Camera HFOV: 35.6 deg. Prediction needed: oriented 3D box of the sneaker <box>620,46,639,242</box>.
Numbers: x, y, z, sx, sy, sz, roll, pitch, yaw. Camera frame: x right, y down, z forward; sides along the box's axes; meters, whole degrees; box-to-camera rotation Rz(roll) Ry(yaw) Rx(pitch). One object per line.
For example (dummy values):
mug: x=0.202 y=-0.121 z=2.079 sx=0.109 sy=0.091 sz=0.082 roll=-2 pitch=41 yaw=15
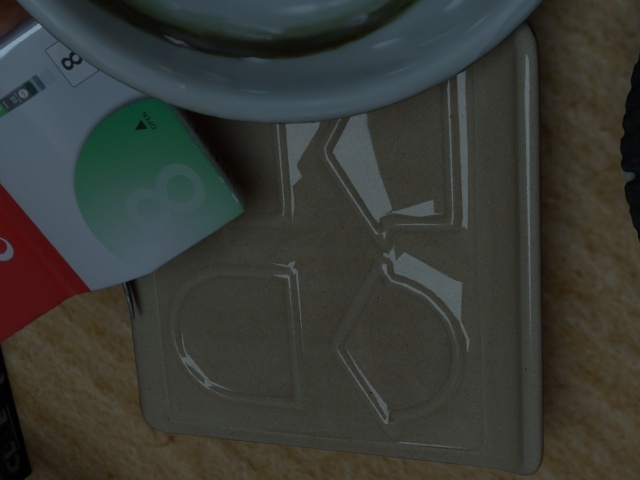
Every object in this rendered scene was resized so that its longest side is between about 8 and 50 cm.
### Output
sneaker: x=0.277 y=-0.157 z=0.543 sx=0.182 sy=0.158 sz=0.411 roll=11 pitch=82 yaw=-22

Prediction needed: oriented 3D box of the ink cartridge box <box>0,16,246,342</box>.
ink cartridge box: x=-0.192 y=-0.038 z=0.674 sx=0.224 sy=0.056 sz=0.181 roll=-34 pitch=114 yaw=4

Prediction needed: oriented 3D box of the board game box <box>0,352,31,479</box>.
board game box: x=-0.379 y=0.119 z=0.943 sx=0.165 sy=0.042 sz=0.243 roll=-5 pitch=103 yaw=22

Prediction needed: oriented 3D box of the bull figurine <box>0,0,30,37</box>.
bull figurine: x=-0.164 y=-0.227 z=0.704 sx=0.188 sy=0.101 sz=0.310 roll=41 pitch=95 yaw=28

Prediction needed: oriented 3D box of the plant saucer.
plant saucer: x=-0.022 y=-0.273 z=0.575 sx=0.400 sy=0.100 sz=0.401 roll=-3 pitch=111 yaw=-8

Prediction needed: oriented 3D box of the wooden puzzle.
wooden puzzle: x=0.000 y=0.000 z=0.749 sx=0.347 sy=0.080 sz=0.322 roll=3 pitch=106 yaw=25

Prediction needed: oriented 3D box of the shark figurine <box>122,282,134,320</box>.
shark figurine: x=-0.271 y=-0.017 z=0.835 sx=0.278 sy=0.166 sz=0.116 roll=6 pitch=130 yaw=9
